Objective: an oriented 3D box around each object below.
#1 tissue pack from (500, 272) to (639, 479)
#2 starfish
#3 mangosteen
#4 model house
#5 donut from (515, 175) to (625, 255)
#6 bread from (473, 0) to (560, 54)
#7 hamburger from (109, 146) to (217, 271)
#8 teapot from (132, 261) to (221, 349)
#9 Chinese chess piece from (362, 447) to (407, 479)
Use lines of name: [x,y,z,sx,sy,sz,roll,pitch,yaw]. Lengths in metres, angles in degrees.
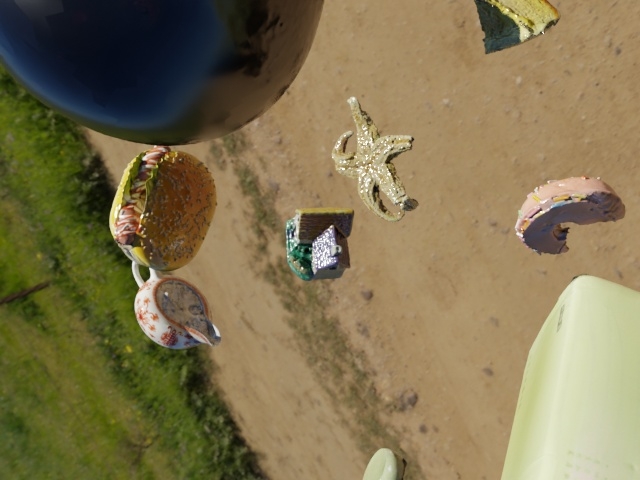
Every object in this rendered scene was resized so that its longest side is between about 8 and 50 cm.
tissue pack: [0.226,0.152,0.487,0.159,0.234,0.125,24,130,11]
starfish: [0.079,-0.128,1.058,0.150,0.053,0.210,-21,81,33]
mangosteen: [-0.127,-0.207,0.516,0.275,0.275,0.302,61,171,-8]
model house: [0.000,0.000,1.003,0.100,0.087,0.101,124,144,-67]
donut: [0.534,-0.062,1.493,0.233,0.199,0.085,-38,43,40]
bread: [0.420,-0.514,1.488,0.169,0.140,0.160,4,126,60]
hamburger: [-0.266,-0.053,1.153,0.173,0.210,0.116,29,155,-30]
teapot: [-0.300,0.133,1.349,0.245,0.159,0.116,48,134,4]
Chinese chess piece: [0.093,0.352,1.006,0.034,0.084,0.084,29,141,-8]
